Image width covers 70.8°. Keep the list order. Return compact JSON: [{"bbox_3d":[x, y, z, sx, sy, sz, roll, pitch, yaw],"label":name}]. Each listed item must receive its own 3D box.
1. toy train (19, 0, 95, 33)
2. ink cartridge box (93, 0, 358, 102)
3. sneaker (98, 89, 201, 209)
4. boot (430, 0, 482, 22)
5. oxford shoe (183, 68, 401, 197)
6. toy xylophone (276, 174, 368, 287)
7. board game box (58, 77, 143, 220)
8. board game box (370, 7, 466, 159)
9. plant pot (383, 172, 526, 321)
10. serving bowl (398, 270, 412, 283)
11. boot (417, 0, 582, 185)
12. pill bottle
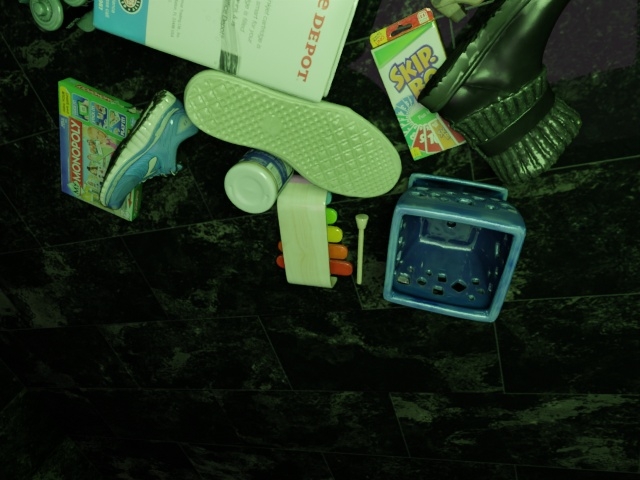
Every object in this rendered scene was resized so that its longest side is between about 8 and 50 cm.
[{"bbox_3d":[-0.468,-0.544,0.863,0.333,0.142,0.190,-19,103,30],"label":"toy train"},{"bbox_3d":[-0.135,-0.439,0.740,0.394,0.166,0.286,17,122,-9],"label":"ink cartridge box"},{"bbox_3d":[-0.397,-0.180,1.053,0.147,0.130,0.330,32,117,-33],"label":"sneaker"},{"bbox_3d":[0.241,-0.433,0.758,0.118,0.042,0.087,-34,105,32],"label":"boot"},{"bbox_3d":[-0.039,-0.218,0.889,0.449,0.130,0.169,19,117,-17],"label":"oxford shoe"},{"bbox_3d":[0.000,0.000,1.099,0.236,0.081,0.323,12,125,10],"label":"toy xylophone"},{"bbox_3d":[-0.558,-0.221,1.154,0.213,0.046,0.317,23,127,1],"label":"board game box"},{"bbox_3d":[0.196,-0.293,0.872,0.124,0.039,0.260,-16,114,25],"label":"board game box"},{"bbox_3d":[0.265,-0.003,0.932,0.235,0.212,0.236,10,125,10],"label":"plant pot"},{"bbox_3d":[0.216,0.065,1.107,0.083,0.027,0.083,9,125,13],"label":"serving bowl"},{"bbox_3d":[0.367,-0.285,0.761,0.260,0.131,0.348,36,125,-9],"label":"boot"},{"bbox_3d":[-0.119,-0.151,0.970,0.111,0.187,0.112,9,126,12],"label":"pill bottle"}]
